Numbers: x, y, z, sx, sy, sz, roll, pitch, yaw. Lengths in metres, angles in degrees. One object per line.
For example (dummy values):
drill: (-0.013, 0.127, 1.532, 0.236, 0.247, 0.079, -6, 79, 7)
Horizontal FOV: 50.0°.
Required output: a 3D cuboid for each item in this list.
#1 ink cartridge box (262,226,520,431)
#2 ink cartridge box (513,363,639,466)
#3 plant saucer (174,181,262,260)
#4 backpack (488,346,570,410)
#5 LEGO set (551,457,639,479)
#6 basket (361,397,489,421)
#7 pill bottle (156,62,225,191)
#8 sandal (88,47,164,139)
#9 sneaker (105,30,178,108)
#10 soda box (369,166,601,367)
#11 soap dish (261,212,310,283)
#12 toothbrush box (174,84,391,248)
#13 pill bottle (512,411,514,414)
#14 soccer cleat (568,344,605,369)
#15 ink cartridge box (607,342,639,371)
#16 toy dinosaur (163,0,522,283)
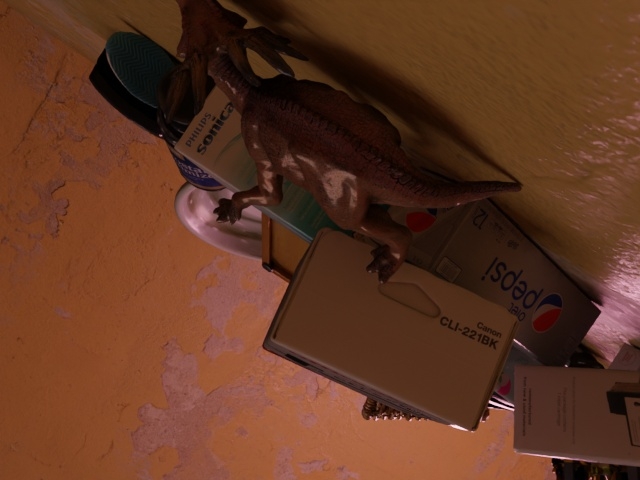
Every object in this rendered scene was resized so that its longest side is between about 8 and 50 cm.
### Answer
ink cartridge box: (0.052, 0.098, 0.712, 0.197, 0.114, 0.273, 25, 167, -1)
ink cartridge box: (0.322, 0.185, 0.713, 0.219, 0.093, 0.160, -1, 164, 22)
plant saucer: (-0.100, -0.073, 1.444, 0.400, 0.100, 0.400, 5, 154, 3)
backpack: (0.222, 0.129, 0.973, 0.253, 0.191, 0.225, 36, 180, 6)
LEGO set: (0.453, 0.368, 0.834, 0.331, 0.192, 0.255, -12, 155, 38)
basket: (0.196, 0.184, 1.249, 0.223, 0.213, 0.299, -4, -174, 19)
pill bottle: (-0.169, -0.164, 1.003, 0.123, 0.123, 0.219, 34, 166, 10)
sandal: (-0.364, -0.325, 1.357, 0.167, 0.107, 0.446, 33, -168, -33)
sneaker: (-0.253, -0.252, 1.117, 0.228, 0.087, 0.092, 37, 180, -35)
soda box: (0.185, 0.040, 0.737, 0.286, 0.091, 0.098, 35, 179, -40)
soap dish: (0.000, 0.000, 1.211, 0.229, 0.118, 0.291, 33, 152, 14)
toothbrush box: (-0.008, -0.065, 0.886, 0.295, 0.126, 0.216, 32, 178, 16)
pill bottle: (0.571, 0.381, 1.616, 0.204, 0.204, 0.361, 33, 178, 29)
soccer cleat: (0.379, 0.196, 1.250, 0.331, 0.116, 0.143, 33, 175, -34)
ink cartridge box: (0.420, 0.208, 0.905, 0.181, 0.104, 0.061, 35, 178, -35)
toy dinosaur: (-0.004, -0.080, 0.513, 0.295, 0.127, 0.200, 24, 160, 20)
